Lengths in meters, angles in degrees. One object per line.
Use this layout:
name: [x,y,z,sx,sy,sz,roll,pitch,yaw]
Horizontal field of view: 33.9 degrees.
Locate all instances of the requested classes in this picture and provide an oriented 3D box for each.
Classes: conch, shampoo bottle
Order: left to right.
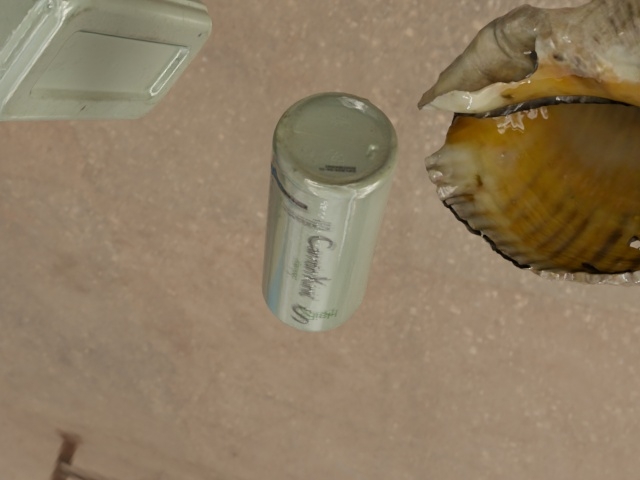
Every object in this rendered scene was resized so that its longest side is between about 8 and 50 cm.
shampoo bottle: [0.000,0.000,0.792,0.085,0.085,0.262,20,150,7]
conch: [0.160,-0.060,0.541,0.245,0.178,0.163,3,144,30]

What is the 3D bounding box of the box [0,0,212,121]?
box: [-0.223,-0.196,0.836,0.182,0.312,0.175,43,106,8]
